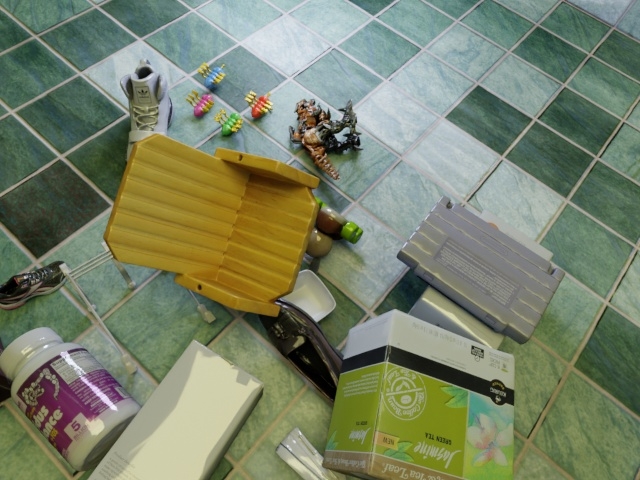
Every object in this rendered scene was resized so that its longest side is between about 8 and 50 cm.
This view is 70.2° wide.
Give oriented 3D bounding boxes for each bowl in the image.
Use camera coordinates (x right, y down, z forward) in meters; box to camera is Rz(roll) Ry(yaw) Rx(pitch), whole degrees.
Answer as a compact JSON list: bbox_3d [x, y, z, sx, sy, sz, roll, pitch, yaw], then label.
[{"bbox_3d":[-0.049,0.164,1.210,0.142,0.053,0.142,-31,70,-21],"label":"bowl"}]

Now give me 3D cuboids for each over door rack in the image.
[{"bbox_3d":[-0.461,0.141,1.156,0.240,0.108,0.324,-34,85,-21],"label":"over door rack"}]

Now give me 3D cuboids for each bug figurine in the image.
[{"bbox_3d":[-0.305,-0.459,1.502,0.279,0.072,0.216,34,70,6],"label":"bug figurine"}]

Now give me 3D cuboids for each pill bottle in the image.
[{"bbox_3d":[-0.551,0.333,0.995,0.302,0.169,0.169,38,64,14],"label":"pill bottle"}]

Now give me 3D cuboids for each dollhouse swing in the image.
[{"bbox_3d":[-0.234,-0.043,1.019,0.315,0.305,0.346,18,88,31],"label":"dollhouse swing"}]

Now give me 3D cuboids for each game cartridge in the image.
[{"bbox_3d":[0.389,0.065,1.121,0.355,0.068,0.230,36,68,13],"label":"game cartridge"}]

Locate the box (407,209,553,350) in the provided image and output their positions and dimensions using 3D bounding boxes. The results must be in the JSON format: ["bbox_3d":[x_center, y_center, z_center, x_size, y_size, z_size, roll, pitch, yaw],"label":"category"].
[{"bbox_3d":[0.421,0.125,1.220,0.215,0.168,0.345,37,65,13],"label":"box"}]

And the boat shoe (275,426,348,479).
[{"bbox_3d":[0.021,0.517,1.006,0.258,0.095,0.084,36,68,11],"label":"boat shoe"}]

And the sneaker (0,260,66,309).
[{"bbox_3d":[-0.730,0.107,1.147,0.178,0.077,0.072,-38,73,-23],"label":"sneaker"}]

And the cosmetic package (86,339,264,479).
[{"bbox_3d":[-0.300,0.428,0.982,0.197,0.155,0.365,31,62,10],"label":"cosmetic package"}]

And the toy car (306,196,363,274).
[{"bbox_3d":[0.000,0.000,1.285,0.155,0.149,0.188,36,93,16],"label":"toy car"}]

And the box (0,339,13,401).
[{"bbox_3d":[-0.819,0.299,0.983,0.203,0.167,0.168,-27,68,-19],"label":"box"}]

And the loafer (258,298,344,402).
[{"bbox_3d":[-0.038,0.260,1.095,0.302,0.109,0.095,43,24,3],"label":"loafer"}]

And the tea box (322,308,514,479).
[{"bbox_3d":[0.220,0.371,0.993,0.329,0.220,0.323,22,62,-15],"label":"tea box"}]

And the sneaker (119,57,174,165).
[{"bbox_3d":[-0.517,-0.351,1.340,0.138,0.210,0.365,0,62,-6],"label":"sneaker"}]

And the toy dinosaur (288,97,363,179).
[{"bbox_3d":[0.015,-0.328,1.455,0.219,0.164,0.321,-16,83,1],"label":"toy dinosaur"}]
